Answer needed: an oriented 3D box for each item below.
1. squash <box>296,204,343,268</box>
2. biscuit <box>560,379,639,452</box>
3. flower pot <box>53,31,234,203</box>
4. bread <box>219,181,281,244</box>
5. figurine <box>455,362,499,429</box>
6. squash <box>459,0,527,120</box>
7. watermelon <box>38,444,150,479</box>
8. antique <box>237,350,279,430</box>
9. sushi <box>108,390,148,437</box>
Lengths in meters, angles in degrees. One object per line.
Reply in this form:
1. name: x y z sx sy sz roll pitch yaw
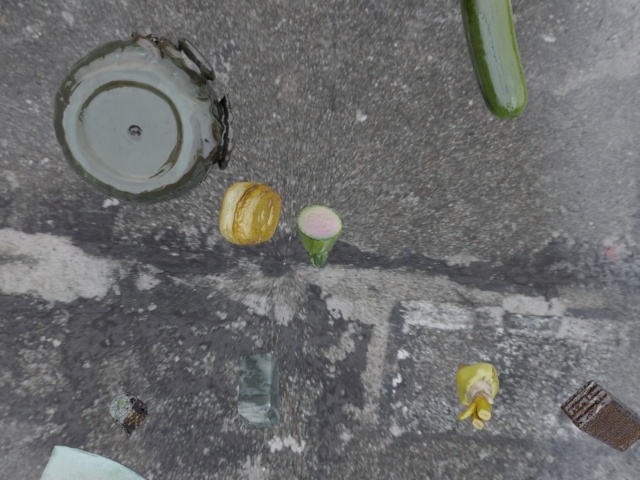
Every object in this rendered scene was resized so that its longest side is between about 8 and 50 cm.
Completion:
1. squash: -0.007 -0.001 1.328 0.105 0.132 0.105 4 51 -5
2. biscuit: 0.735 0.455 1.508 0.107 0.073 0.388 -47 132 12
3. flower pot: -0.292 -0.213 1.032 0.301 0.213 0.302 -1 108 -4
4. bread: -0.217 -0.082 1.832 0.120 0.236 0.199 18 101 25
5. figurine: 0.449 0.435 1.692 0.131 0.246 0.156 26 110 2
6. squash: 0.279 -0.352 0.974 0.087 0.087 0.332 -24 120 -4
7. watermelon: -0.300 0.453 0.730 0.228 0.258 0.388 22 119 15
8. antique: -0.156 0.386 1.507 0.085 0.183 0.088 -11 131 5
9. sushi: -0.559 0.496 1.706 0.094 0.084 0.098 22 63 35
